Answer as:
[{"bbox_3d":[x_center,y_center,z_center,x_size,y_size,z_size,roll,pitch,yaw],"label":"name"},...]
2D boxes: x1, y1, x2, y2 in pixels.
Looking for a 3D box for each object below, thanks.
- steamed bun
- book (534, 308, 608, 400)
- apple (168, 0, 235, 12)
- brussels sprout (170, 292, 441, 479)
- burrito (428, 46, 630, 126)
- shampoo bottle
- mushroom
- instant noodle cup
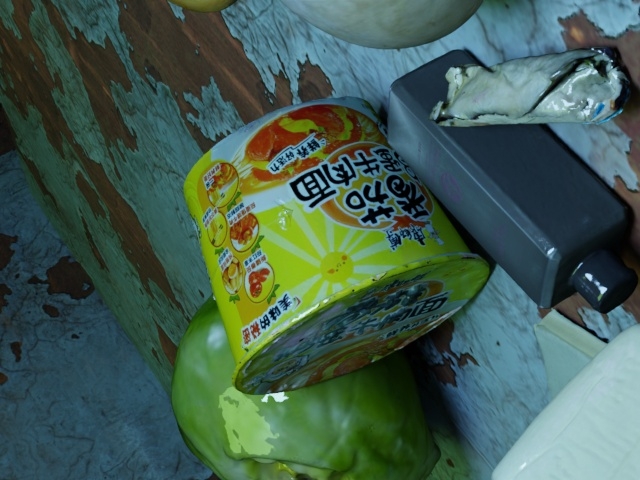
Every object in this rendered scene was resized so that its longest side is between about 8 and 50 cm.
[{"bbox_3d":[0.255,0.181,0.887,0.155,0.200,0.250,44,176,-39],"label":"steamed bun"},{"bbox_3d":[0.277,0.215,1.132,0.201,0.026,0.289,36,149,52],"label":"book"},{"bbox_3d":[-0.116,-0.306,1.208,0.199,0.199,0.199,51,159,28],"label":"apple"},{"bbox_3d":[-0.023,0.182,1.474,0.344,0.268,0.344,60,-176,-6],"label":"brussels sprout"},{"bbox_3d":[0.147,-0.107,0.935,0.171,0.042,0.051,0,77,54],"label":"burrito"},{"bbox_3d":[0.150,-0.041,1.014,0.246,0.079,0.080,50,159,31],"label":"shampoo bottle"},{"bbox_3d":[0.028,-0.240,0.908,0.178,0.226,0.226,-53,58,23],"label":"mushroom"},{"bbox_3d":[0.000,0.000,1.231,0.264,0.264,0.200,108,139,-66],"label":"instant noodle cup"}]
